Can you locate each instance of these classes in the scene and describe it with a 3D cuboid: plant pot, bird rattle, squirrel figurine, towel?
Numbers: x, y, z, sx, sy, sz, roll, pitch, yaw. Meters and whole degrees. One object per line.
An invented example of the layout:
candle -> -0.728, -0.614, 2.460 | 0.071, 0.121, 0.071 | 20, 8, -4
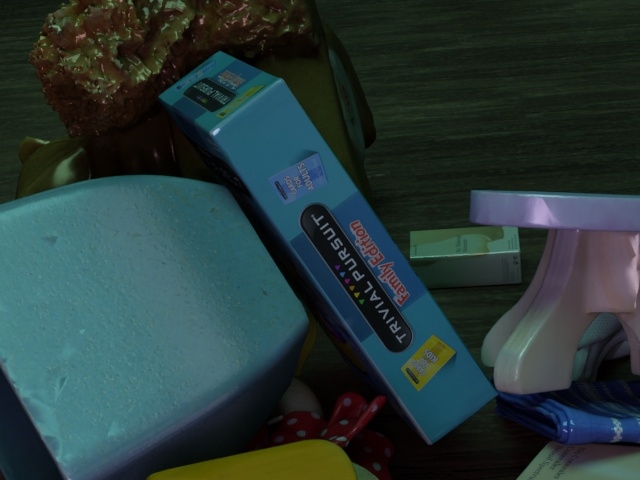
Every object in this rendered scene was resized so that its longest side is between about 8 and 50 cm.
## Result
plant pot -> -0.156, 0.087, 1.612 | 0.252, 0.248, 0.247 | -26, 70, -20
bird rattle -> -0.052, 0.177, 1.755 | 0.207, 0.143, 0.253 | -25, 46, -9
squirrel figurine -> -0.160, -0.124, 2.006 | 0.370, 0.397, 0.281 | -16, 38, 10
towel -> 0.327, 0.135, 1.645 | 0.336, 0.040, 0.243 | -1, 3, -9

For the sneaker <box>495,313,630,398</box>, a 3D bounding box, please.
sneaker -> 0.232, 0.077, 1.833 | 0.090, 0.115, 0.232 | 14, 35, 32

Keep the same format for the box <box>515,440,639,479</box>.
box -> 0.289, 0.243, 1.460 | 0.311, 0.121, 0.148 | 0, 26, 35

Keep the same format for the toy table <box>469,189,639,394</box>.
toy table -> 0.234, 0.040, 1.640 | 0.274, 0.161, 0.252 | 0, 4, -33

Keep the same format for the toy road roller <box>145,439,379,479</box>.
toy road roller -> -0.086, 0.311, 1.410 | 0.329, 0.202, 0.240 | -14, 44, -9

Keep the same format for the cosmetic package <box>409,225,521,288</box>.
cosmetic package -> 0.150, 0.017, 2.033 | 0.115, 0.041, 0.060 | -4, 30, 4

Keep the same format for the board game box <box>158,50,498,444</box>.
board game box -> 0.000, 0.000, 1.737 | 0.079, 0.336, 0.254 | -37, 17, -5

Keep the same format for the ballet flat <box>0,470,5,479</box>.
ballet flat -> -0.306, 0.149, 1.804 | 0.124, 0.116, 0.342 | -33, 28, -3
